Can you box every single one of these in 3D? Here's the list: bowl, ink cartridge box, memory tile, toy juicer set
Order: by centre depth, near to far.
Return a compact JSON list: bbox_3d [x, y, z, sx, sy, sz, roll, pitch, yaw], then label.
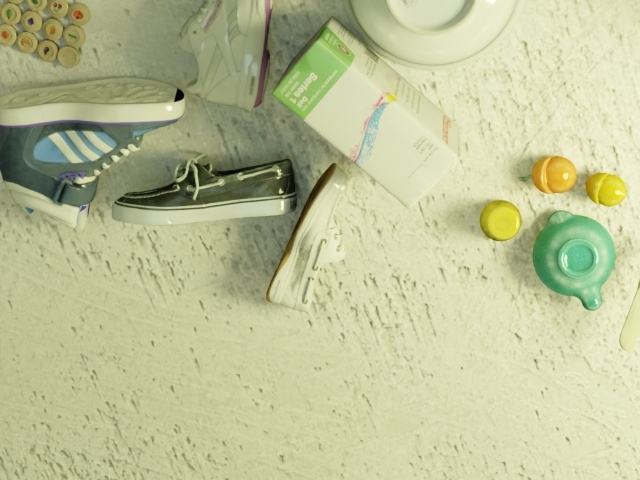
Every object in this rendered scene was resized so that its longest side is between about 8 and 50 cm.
[{"bbox_3d":[0.170,-0.392,1.801,0.297,0.134,0.298,2,109,6],"label":"bowl"},{"bbox_3d":[0.077,-0.201,1.842,0.278,0.201,0.117,40,110,-8],"label":"ink cartridge box"},{"bbox_3d":[0.440,-0.001,1.940,0.329,0.089,0.209,40,96,1],"label":"toy juicer set"},{"bbox_3d":[-0.456,-0.353,1.949,0.148,0.012,0.113,19,111,-1],"label":"memory tile"}]

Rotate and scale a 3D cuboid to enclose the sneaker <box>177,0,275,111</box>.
[{"bbox_3d":[-0.147,-0.355,1.859,0.152,0.114,0.305,8,110,2],"label":"sneaker"}]

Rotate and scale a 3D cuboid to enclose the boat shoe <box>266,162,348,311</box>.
[{"bbox_3d":[0.000,0.000,1.983,0.096,0.098,0.277,24,120,-3],"label":"boat shoe"}]

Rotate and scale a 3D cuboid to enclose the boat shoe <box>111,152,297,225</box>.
[{"bbox_3d":[-0.194,-0.087,1.963,0.306,0.113,0.105,-4,103,5],"label":"boat shoe"}]

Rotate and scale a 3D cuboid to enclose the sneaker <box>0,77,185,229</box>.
[{"bbox_3d":[-0.370,-0.134,1.969,0.322,0.130,0.236,-3,119,3],"label":"sneaker"}]
